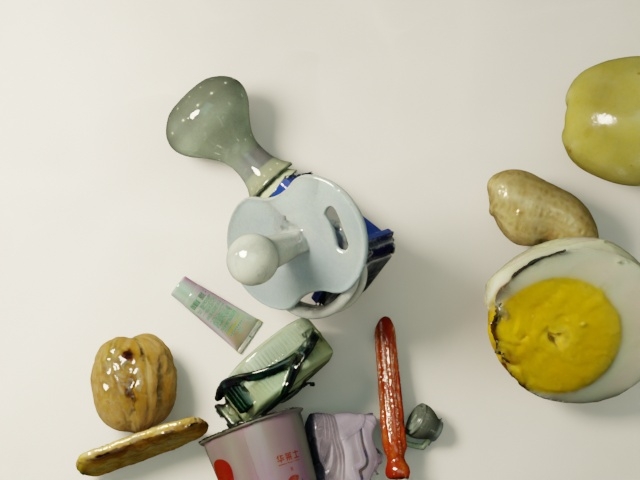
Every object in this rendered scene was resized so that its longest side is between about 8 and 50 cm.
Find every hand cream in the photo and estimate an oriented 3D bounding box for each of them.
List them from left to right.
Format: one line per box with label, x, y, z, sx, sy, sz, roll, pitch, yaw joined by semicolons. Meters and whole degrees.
hand cream;-0.203;0.137;1.872;0.174;0.047;0.076;35;78;-2

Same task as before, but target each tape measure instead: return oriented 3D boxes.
tape measure;-0.086;0.250;1.764;0.235;0.207;0.115;-38;83;-11

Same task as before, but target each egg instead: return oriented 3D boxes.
egg;0.454;0.116;1.794;0.337;0.201;0.337;0;119;0

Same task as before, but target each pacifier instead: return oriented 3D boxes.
pacifier;-0.066;0.028;1.657;0.300;0.233;0.244;-20;87;37

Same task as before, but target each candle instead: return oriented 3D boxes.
candle;0.131;0.303;1.819;0.048;0.051;0.329;4;68;-18

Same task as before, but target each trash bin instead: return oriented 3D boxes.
trash bin;0.000;0.000;1.840;0.234;0.162;0.184;44;117;16

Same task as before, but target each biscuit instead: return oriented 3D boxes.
biscuit;-0.322;0.372;1.774;0.247;0.118;0.029;-19;66;-5

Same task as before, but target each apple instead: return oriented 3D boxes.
apple;0.590;-0.226;1.871;0.263;0.262;0.262;0;77;-1

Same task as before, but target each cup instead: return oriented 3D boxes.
cup;-0.080;0.458;1.713;0.203;0.203;0.288;-19;76;-5

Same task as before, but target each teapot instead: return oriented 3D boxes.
teapot;-0.167;-0.188;1.889;0.251;0.183;0.183;45;80;-2
teapot;0.190;0.351;1.820;0.057;0.066;0.088;31;100;-11

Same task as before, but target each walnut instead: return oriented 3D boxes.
walnut;-0.339;0.264;1.787;0.156;0.155;0.184;-7;77;-3

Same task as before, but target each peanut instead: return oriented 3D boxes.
peanut;0.429;-0.042;1.885;0.253;0.122;0.137;25;87;1

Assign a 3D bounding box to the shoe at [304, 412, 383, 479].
shoe;0.053;0.428;1.783;0.138;0.095;0.244;-7;81;-19
